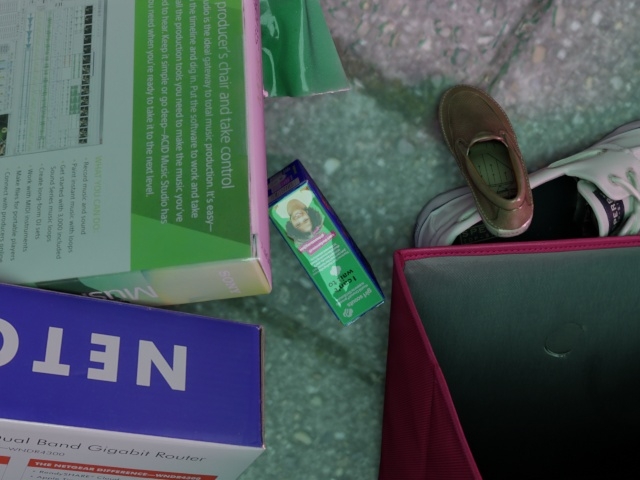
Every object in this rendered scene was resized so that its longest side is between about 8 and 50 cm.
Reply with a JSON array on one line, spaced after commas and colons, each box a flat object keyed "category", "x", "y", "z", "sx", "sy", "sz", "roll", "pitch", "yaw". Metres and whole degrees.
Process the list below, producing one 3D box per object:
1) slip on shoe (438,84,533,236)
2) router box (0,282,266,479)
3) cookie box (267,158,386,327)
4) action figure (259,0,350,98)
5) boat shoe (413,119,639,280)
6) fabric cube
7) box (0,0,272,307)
[{"category": "slip on shoe", "x": 0.120, "y": -0.067, "z": 0.715, "sx": 0.051, "sy": 0.135, "sz": 0.041, "roll": -13, "pitch": 148, "yaw": 4}, {"category": "router box", "x": -0.239, "y": 0.131, "z": 0.614, "sx": 0.335, "sy": 0.082, "sz": 0.301, "roll": 12, "pitch": 143, "yaw": -21}, {"category": "cookie box", "x": 0.000, "y": 0.000, "z": 0.730, "sx": 0.040, "sy": 0.092, "sz": 0.107, "roll": -34, "pitch": 105, "yaw": 4}, {"category": "action figure", "x": -0.058, "y": -0.215, "z": 0.687, "sx": 0.137, "sy": 0.063, "sz": 0.232, "roll": -6, "pitch": 104, "yaw": -4}, {"category": "boat shoe", "x": 0.205, "y": -0.028, "z": 0.751, "sx": 0.267, "sy": 0.088, "sz": 0.096, "roll": -13, "pitch": 104, "yaw": -4}, {"category": "fabric cube", "x": 0.185, "y": 0.173, "z": 0.673, "sx": 0.254, "sy": 0.259, "sz": 0.258, "roll": -2, "pitch": 123, "yaw": -8}, {"category": "box", "x": -0.193, "y": -0.063, "z": 0.613, "sx": 0.322, "sy": 0.058, "sz": 0.232, "roll": -7, "pitch": 65, "yaw": 8}]
